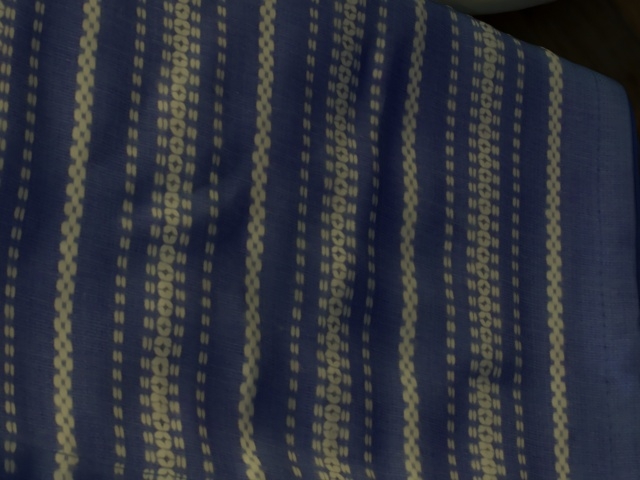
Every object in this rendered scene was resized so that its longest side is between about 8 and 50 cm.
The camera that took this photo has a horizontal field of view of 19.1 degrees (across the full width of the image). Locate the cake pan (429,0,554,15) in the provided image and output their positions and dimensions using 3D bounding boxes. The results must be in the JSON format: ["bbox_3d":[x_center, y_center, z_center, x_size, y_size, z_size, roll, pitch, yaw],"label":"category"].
[{"bbox_3d":[0.053,-0.238,0.754,0.293,0.054,0.293,-5,104,-21],"label":"cake pan"}]

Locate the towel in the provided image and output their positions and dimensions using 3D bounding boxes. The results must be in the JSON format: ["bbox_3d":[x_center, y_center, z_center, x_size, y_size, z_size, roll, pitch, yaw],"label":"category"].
[{"bbox_3d":[0.000,0.000,0.662,0.336,0.040,0.243,19,61,-36],"label":"towel"}]
